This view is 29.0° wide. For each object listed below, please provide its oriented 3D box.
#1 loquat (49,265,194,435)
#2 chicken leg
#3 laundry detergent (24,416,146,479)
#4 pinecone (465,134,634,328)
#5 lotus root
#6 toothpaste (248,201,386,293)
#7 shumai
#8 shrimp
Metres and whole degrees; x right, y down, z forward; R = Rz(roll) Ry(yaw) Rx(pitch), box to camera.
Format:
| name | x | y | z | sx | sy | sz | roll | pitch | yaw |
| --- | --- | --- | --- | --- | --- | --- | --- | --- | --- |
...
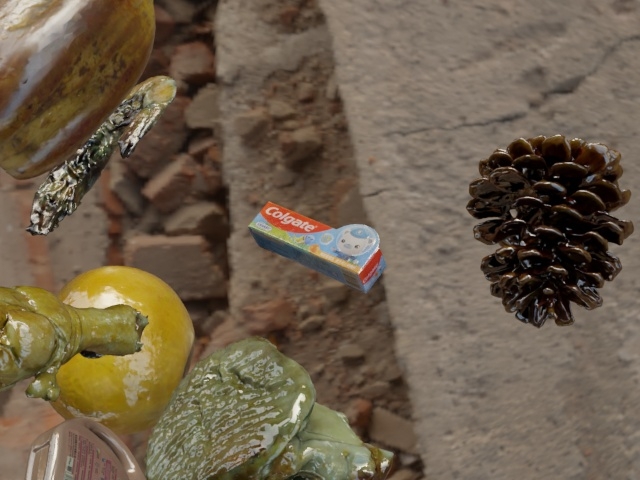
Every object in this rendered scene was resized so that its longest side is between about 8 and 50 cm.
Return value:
| name | x | y | z | sx | sy | sz | roll | pitch | yaw |
| --- | --- | --- | --- | --- | --- | --- | --- | --- | --- |
| loquat | -0.336 | 0.171 | 1.993 | 0.275 | 0.275 | 0.274 | 1 | 92 | 28 |
| chicken leg | -0.238 | 0.086 | 1.062 | 0.103 | 0.228 | 0.088 | 22 | 102 | 53 |
| laundry detergent | -0.311 | 0.351 | 1.793 | 0.076 | 0.237 | 0.171 | -32 | 43 | 33 |
| pinecone | 0.318 | -0.010 | 1.753 | 0.246 | 0.246 | 0.292 | -11 | 46 | 27 |
| lotus root | -0.312 | -0.214 | 1.419 | 0.193 | 0.193 | 0.291 | 32 | 71 | 23 |
| toothpaste | 0.000 | 0.000 | 1.634 | 0.193 | 0.044 | 0.070 | 23 | 64 | 34 |
| shumai | -0.062 | 0.251 | 1.442 | 0.272 | 0.204 | 0.222 | 17 | 69 | 52 |
| shrimp | -0.341 | -0.144 | 1.967 | 0.233 | 0.365 | 0.071 | -24 | 118 | 41 |
